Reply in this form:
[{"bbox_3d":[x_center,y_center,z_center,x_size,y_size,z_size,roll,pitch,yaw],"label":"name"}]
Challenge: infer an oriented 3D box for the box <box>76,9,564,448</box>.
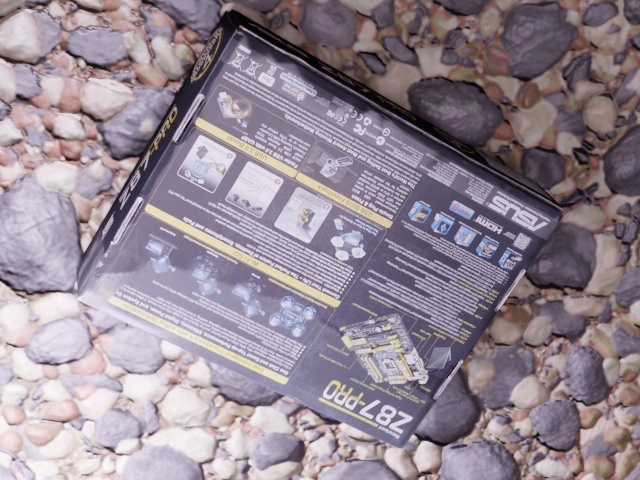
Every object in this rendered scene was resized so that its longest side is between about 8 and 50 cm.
[{"bbox_3d":[0.000,0.000,1.390,0.395,0.097,0.318,27,103,-19],"label":"box"}]
